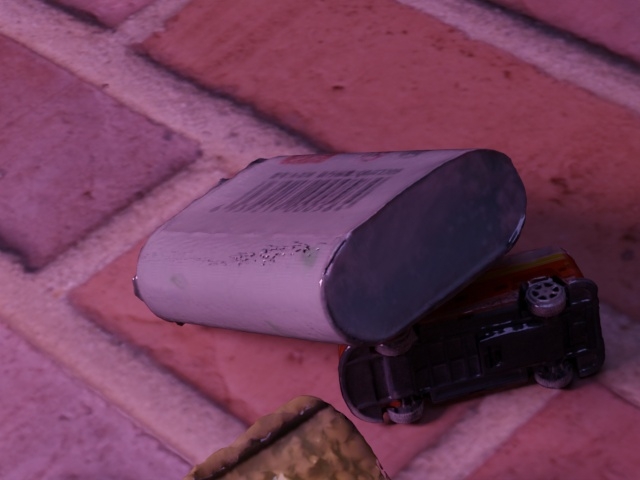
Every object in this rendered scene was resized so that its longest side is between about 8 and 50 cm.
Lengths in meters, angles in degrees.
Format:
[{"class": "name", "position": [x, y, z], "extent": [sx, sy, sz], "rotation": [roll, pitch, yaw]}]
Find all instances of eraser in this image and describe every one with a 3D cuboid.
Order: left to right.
[{"class": "eraser", "position": [0.000, 0.000, 1.049], "extent": [0.174, 0.081, 0.227], "rotation": [-37, 23, -28]}]

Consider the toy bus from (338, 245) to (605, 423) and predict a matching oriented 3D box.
[{"class": "toy bus", "position": [0.093, 0.059, 1.045], "extent": [0.174, 0.079, 0.077], "rotation": [-13, 35, -1]}]

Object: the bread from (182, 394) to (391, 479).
[{"class": "bread", "position": [-0.068, 0.220, 0.895], "extent": [0.266, 0.178, 0.142], "rotation": [-33, 16, -24]}]
